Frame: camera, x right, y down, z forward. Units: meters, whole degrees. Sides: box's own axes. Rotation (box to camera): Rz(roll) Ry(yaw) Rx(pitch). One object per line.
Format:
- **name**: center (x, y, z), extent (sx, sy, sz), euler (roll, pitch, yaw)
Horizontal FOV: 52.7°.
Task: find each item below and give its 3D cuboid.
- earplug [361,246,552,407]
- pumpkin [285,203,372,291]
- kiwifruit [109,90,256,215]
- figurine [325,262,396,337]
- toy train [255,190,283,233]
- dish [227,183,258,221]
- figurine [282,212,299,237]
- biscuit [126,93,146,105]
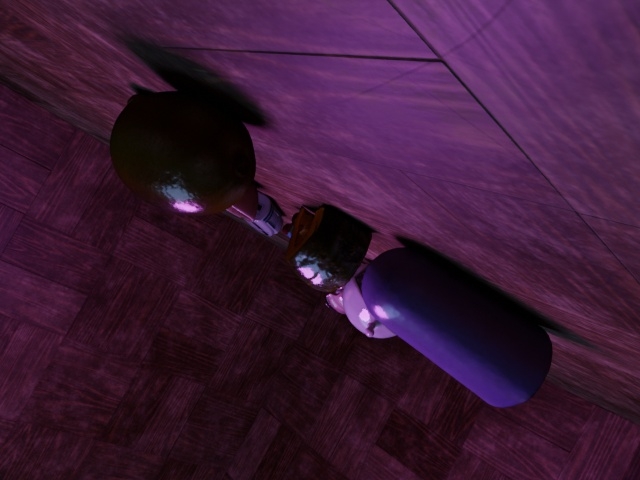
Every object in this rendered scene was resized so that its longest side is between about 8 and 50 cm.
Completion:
- **earplug**: center (0.279, 0.176, 1.404), extent (0.456, 0.215, 0.215), euler (34, 173, -23)
- **pumpkin**: center (0.022, -0.019, 1.508), extent (0.139, 0.190, 0.280), euler (29, -142, -16)
- **kiwifruit**: center (-0.207, -0.133, 1.001), extent (0.234, 0.196, 0.196), euler (19, 171, 27)
- **figurine**: center (0.169, 0.194, 2.096), extent (0.253, 0.211, 0.361), euler (30, 176, -20)
- **toy train**: center (-0.167, -0.072, 2.003), extent (0.088, 0.086, 0.407), euler (22, 175, 7)
- **dish**: center (-0.240, -0.135, 1.711), extent (0.213, 0.090, 0.213), euler (30, 173, 4)
- **figurine**: center (-0.011, 0.009, 1.796), extent (0.185, 0.127, 0.234), euler (33, -174, 7)
- **biscuit**: center (-0.285, -0.227, 1.293), extent (0.226, 0.042, 0.226), euler (27, 174, 3)
